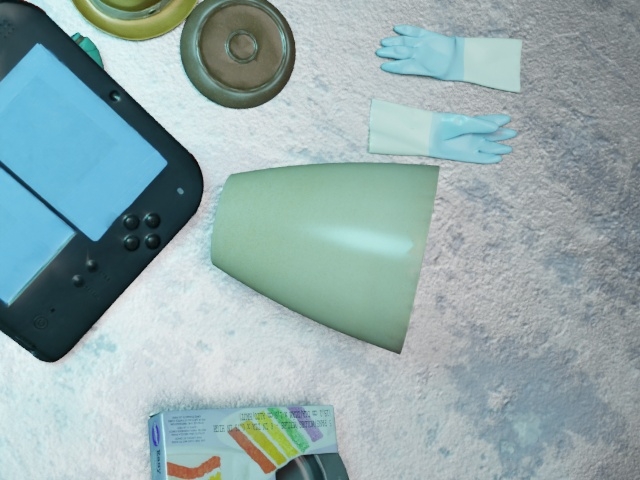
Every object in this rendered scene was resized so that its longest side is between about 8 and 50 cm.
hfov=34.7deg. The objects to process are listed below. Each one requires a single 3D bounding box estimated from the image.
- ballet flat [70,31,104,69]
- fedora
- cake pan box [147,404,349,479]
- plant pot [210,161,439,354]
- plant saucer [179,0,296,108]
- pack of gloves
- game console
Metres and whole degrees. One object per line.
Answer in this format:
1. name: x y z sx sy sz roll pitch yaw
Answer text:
1. ballet flat: -0.388 -0.174 1.361 0.247 0.083 0.087 -38 110 -9
2. fedora: -0.252 -0.370 1.397 0.194 0.079 0.194 0 88 -12
3. cake pan box: -0.089 0.345 1.356 0.267 0.070 0.245 4 72 -27
4. plant pot: 0.000 0.000 1.373 0.274 0.256 0.256 11 85 3
5. plant saucer: -0.113 -0.271 1.443 0.168 0.029 0.168 0 92 -17
6. pack of gloves: 0.192 -0.217 1.507 0.232 0.046 0.195 4 88 -13
7. game console: -0.373 -0.075 1.313 0.386 0.060 0.342 45 79 -26
